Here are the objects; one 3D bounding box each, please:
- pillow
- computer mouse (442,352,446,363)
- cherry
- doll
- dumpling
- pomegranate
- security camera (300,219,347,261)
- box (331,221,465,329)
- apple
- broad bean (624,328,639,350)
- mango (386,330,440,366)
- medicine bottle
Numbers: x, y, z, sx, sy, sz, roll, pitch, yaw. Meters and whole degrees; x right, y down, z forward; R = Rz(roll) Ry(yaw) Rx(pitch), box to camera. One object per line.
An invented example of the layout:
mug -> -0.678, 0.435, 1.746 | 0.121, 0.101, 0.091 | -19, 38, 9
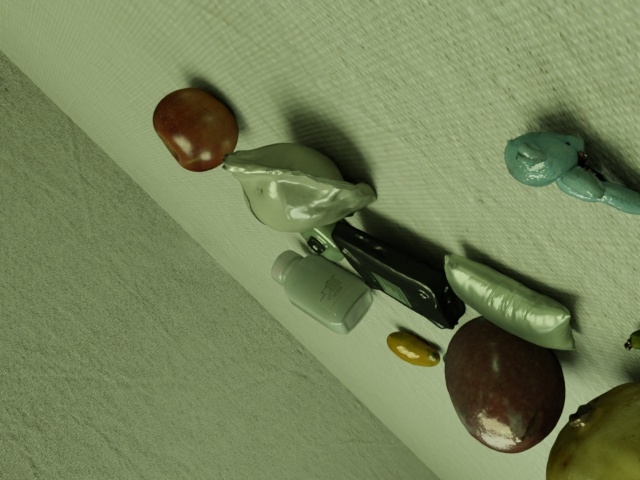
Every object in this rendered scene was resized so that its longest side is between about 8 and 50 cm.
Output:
pillow -> 0.342, 0.111, 1.126 | 0.254, 0.078, 0.144 | 30, 160, 33
computer mouse -> 0.404, 0.333, 1.533 | 0.167, 0.090, 0.379 | 32, 166, 28
cherry -> 0.364, 0.288, 1.228 | 0.221, 0.307, 0.261 | -36, 108, 26
doll -> 0.310, -0.088, 0.744 | 0.179, 0.075, 0.120 | 17, -170, 8
dumpling -> -0.024, -0.097, 1.250 | 0.259, 0.181, 0.341 | 8, 149, 27
pomegranate -> 0.535, 0.395, 1.026 | 0.332, 0.333, 0.333 | 36, 162, 14
security camera -> 0.000, 0.000, 1.593 | 0.157, 0.080, 0.301 | 40, 166, 0
box -> 0.172, 0.082, 1.373 | 0.288, 0.073, 0.290 | 29, 169, 29
apple -> -0.283, -0.258, 1.431 | 0.201, 0.162, 0.201 | 48, 168, 14
broad bean -> 0.552, 0.168, 0.875 | 0.052, 0.053, 0.256 | 6, -174, -36
mango -> 0.269, 0.316, 1.793 | 0.190, 0.075, 0.098 | 15, 155, 42
medicine bottle -> -0.004, 0.136, 1.777 | 0.296, 0.161, 0.111 | 29, 157, 30
